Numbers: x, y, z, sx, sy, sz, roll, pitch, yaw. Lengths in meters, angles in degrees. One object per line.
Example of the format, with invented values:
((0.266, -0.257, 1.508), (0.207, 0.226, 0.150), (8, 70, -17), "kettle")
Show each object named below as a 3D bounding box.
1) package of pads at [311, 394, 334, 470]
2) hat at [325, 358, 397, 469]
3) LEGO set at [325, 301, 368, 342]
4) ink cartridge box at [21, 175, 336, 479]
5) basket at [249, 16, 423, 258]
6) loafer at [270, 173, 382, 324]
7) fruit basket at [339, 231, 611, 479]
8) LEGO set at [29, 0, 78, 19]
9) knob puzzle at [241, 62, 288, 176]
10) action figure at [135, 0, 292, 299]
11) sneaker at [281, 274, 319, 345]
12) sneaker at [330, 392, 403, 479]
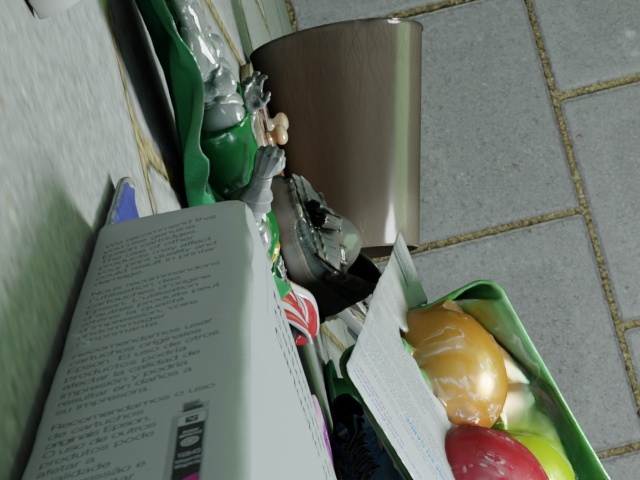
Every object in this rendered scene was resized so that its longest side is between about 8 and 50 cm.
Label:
((-0.008, 0.138, 0.944), (0.083, 0.032, 0.050), (-99, 176, -64), "package of pads")
((0.114, 0.184, 1.578), (0.208, 0.183, 0.173), (-68, 144, -86), "hat")
((0.056, 0.113, 1.606), (0.182, 0.060, 0.244), (45, 5, 20), "LEGO set")
((-0.006, 0.162, 0.509), (0.330, 0.071, 0.324), (-93, 167, -70), "ink cartridge box")
((0.027, -0.096, 1.602), (0.154, 0.204, 0.227), (1, 81, -48), "basket")
((0.000, 0.000, 1.278), (0.267, 0.084, 0.096), (67, 8, -71), "loafer")
((0.112, 0.181, 1.227), (0.327, 0.165, 0.353), (59, 20, -10), "fruit basket")
((-0.084, -0.205, 0.555), (0.087, 0.093, 0.227), (69, 7, -64), "LEGO set")
((-0.040, -0.082, 1.474), (0.213, 0.030, 0.213), (-14, 90, -87), "knob puzzle")
((-0.052, -0.054, 0.825), (0.137, 0.063, 0.232), (-106, -177, -52), "action figure")
((-0.023, 0.055, 0.962), (0.118, 0.042, 0.067), (57, 13, -57), "sneaker")
((0.033, 0.196, 1.383), (0.073, 0.063, 0.162), (54, 8, -26), "sneaker")
